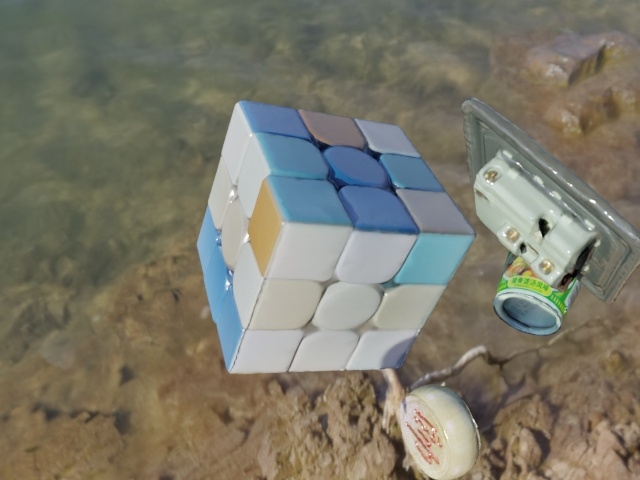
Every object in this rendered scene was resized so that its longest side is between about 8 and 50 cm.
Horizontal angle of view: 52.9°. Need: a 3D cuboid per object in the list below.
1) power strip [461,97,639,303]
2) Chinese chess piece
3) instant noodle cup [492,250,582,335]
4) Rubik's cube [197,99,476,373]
[{"bbox_3d":[0.255,-0.025,0.779,0.092,0.251,0.257,-45,66,5],"label":"power strip"},{"bbox_3d":[0.342,0.553,1.865,0.112,0.270,0.270,-13,54,-25],"label":"Chinese chess piece"},{"bbox_3d":[0.485,0.075,1.394,0.207,0.207,0.232,23,58,16],"label":"instant noodle cup"},{"bbox_3d":[0.000,0.000,1.145,0.347,0.347,0.344,4,38,-27],"label":"Rubik's cube"}]
